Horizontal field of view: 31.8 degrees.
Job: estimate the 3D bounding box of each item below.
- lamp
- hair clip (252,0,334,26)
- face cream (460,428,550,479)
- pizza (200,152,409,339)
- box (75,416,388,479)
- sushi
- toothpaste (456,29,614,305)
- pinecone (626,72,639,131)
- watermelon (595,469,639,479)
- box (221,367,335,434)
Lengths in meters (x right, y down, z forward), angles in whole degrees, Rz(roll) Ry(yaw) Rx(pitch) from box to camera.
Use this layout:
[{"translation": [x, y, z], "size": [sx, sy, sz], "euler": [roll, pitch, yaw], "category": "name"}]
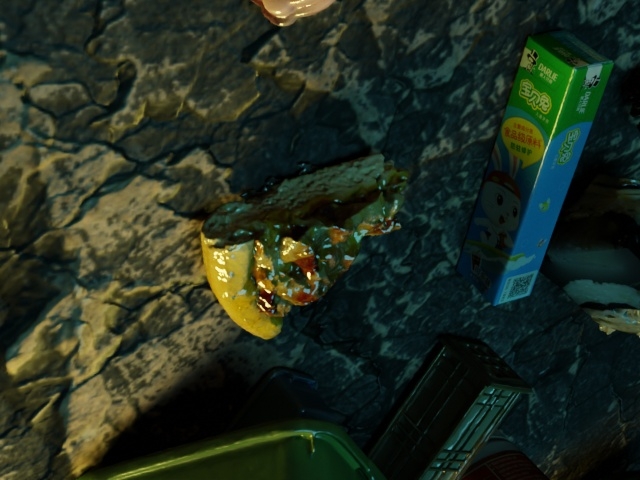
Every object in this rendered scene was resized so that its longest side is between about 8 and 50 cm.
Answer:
[{"translation": [0.093, 0.256, 1.225], "size": [0.089, 0.090, 0.325], "euler": [15, 112, -47], "category": "lamp"}, {"translation": [0.000, -0.212, 0.693], "size": [0.138, 0.123, 0.102], "euler": [-44, 163, -7], "category": "hair clip"}, {"translation": [0.193, 0.346, 1.317], "size": [0.201, 0.187, 0.201], "euler": [-25, 138, -24], "category": "face cream"}, {"translation": [0.000, 0.000, 0.916], "size": [0.194, 0.069, 0.154], "euler": [-34, 140, -10], "category": "pizza"}, {"translation": [-0.047, 0.309, 1.014], "size": [0.253, 0.177, 0.328], "euler": [-19, 145, 12], "category": "box"}, {"translation": [0.338, 0.022, 1.219], "size": [0.273, 0.134, 0.109], "euler": [38, 64, -43], "category": "sushi"}, {"translation": [0.192, -0.061, 1.042], "size": [0.050, 0.065, 0.266], "euler": [-13, 133, -30], "category": "toothpaste"}, {"translation": [0.339, -0.132, 1.101], "size": [0.083, 0.077, 0.077], "euler": [19, 111, -38], "category": "pinecone"}, {"translation": [0.438, 0.472, 1.585], "size": [0.359, 0.279, 0.278], "euler": [-31, 140, -18], "category": "watermelon"}, {"translation": [-0.036, 0.176, 1.059], "size": [0.099, 0.054, 0.074], "euler": [-53, 143, 10], "category": "box"}]
